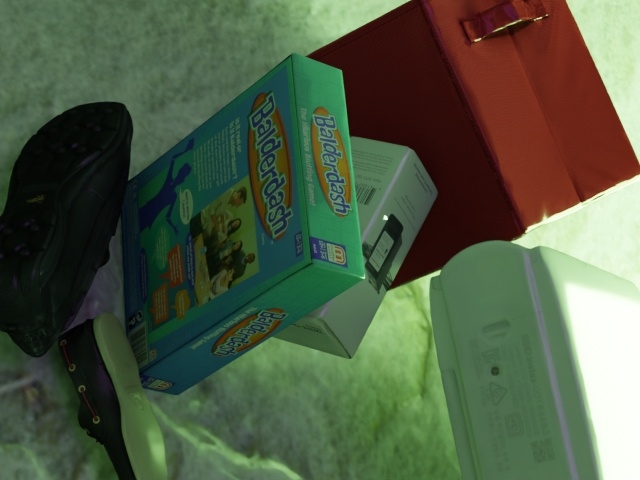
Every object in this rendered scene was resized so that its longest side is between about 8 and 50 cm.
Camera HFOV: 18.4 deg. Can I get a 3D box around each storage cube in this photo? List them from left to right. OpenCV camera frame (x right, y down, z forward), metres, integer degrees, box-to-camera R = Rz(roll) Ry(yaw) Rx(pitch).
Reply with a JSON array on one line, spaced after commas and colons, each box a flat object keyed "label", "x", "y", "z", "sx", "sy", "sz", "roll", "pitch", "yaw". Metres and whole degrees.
[{"label": "storage cube", "x": 0.100, "y": -0.085, "z": 1.543, "sx": 0.183, "sy": 0.215, "sz": 0.193, "roll": -24, "pitch": 89, "yaw": -48}]

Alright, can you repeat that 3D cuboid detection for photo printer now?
[{"label": "photo printer", "x": 0.198, "y": 0.142, "z": 1.498, "sx": 0.307, "sy": 0.107, "sz": 0.256, "roll": 19, "pitch": 57, "yaw": -63}]

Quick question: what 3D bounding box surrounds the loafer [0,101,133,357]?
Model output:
[{"label": "loafer", "x": -0.176, "y": -0.013, "z": 1.351, "sx": 0.223, "sy": 0.076, "sz": 0.078, "roll": -73, "pitch": 154, "yaw": -48}]

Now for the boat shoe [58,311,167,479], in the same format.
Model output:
[{"label": "boat shoe", "x": -0.138, "y": 0.116, "z": 1.322, "sx": 0.049, "sy": 0.042, "sz": 0.133, "roll": 14, "pitch": 54, "yaw": -67}]

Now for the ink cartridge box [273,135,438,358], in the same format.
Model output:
[{"label": "ink cartridge box", "x": 0.000, "y": 0.000, "z": 1.428, "sx": 0.150, "sy": 0.109, "sz": 0.063, "roll": -61, "pitch": 144, "yaw": -21}]

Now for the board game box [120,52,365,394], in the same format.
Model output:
[{"label": "board game box", "x": -0.059, "y": -0.007, "z": 1.342, "sx": 0.047, "sy": 0.210, "sz": 0.160, "roll": 16, "pitch": 56, "yaw": -35}]
